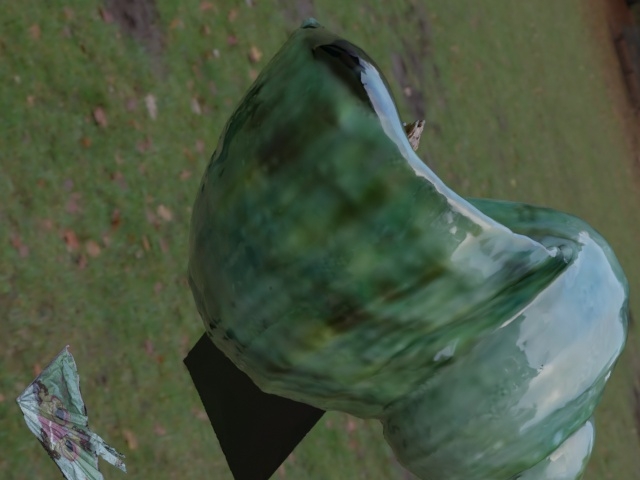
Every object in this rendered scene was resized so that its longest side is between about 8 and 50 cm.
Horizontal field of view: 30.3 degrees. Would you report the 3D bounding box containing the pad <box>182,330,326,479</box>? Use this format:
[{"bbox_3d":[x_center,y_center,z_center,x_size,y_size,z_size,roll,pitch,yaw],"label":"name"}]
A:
[{"bbox_3d":[-0.013,0.079,1.307,0.007,0.367,0.248,26,20,-38],"label":"pad"}]

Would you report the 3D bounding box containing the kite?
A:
[{"bbox_3d":[-0.325,0.257,1.554,0.268,0.013,0.323,48,16,-56],"label":"kite"}]

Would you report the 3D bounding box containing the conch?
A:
[{"bbox_3d":[0.035,0.017,0.436,0.188,0.176,0.122,30,73,-15],"label":"conch"}]

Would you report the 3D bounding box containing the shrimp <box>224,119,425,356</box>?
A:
[{"bbox_3d":[0.000,0.000,1.097,0.154,0.294,0.062,42,11,10],"label":"shrimp"}]
